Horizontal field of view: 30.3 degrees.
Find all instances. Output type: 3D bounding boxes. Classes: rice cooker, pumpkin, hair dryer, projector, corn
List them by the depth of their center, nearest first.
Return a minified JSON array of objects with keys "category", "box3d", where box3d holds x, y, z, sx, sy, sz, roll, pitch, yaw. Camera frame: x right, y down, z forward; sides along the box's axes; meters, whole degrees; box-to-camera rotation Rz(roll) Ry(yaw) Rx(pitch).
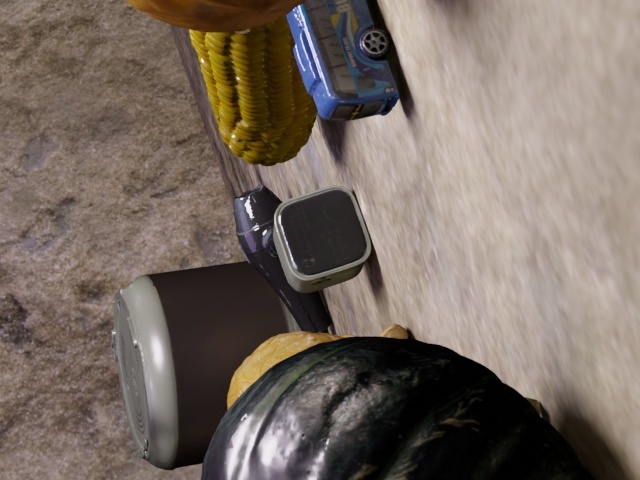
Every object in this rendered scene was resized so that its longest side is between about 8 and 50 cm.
[{"category":"pumpkin","box3d":[0.056,0.161,0.668,0.250,0.216,0.250,40,150,29]},{"category":"corn","box3d":[-0.052,-0.166,1.015,0.363,0.120,0.120,93,158,-73]},{"category":"projector","box3d":[0.000,0.000,1.167,0.082,0.083,0.083,105,146,-78]},{"category":"hair dryer","box3d":[-0.033,0.039,1.601,0.236,0.091,0.271,64,171,-10]},{"category":"rice cooker","box3d":[-0.152,0.192,1.898,0.335,0.325,0.335,172,90,-71]}]

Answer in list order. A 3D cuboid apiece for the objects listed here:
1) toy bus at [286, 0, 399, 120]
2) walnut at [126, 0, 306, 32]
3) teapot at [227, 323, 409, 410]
[{"category":"toy bus","box3d":[0.006,-0.156,0.808,0.051,0.061,0.153,127,126,-75]},{"category":"walnut","box3d":[-0.058,-0.221,0.622,0.195,0.195,0.222,114,141,-80]},{"category":"teapot","box3d":[0.024,0.164,1.181,0.203,0.167,0.311,42,146,13]}]
